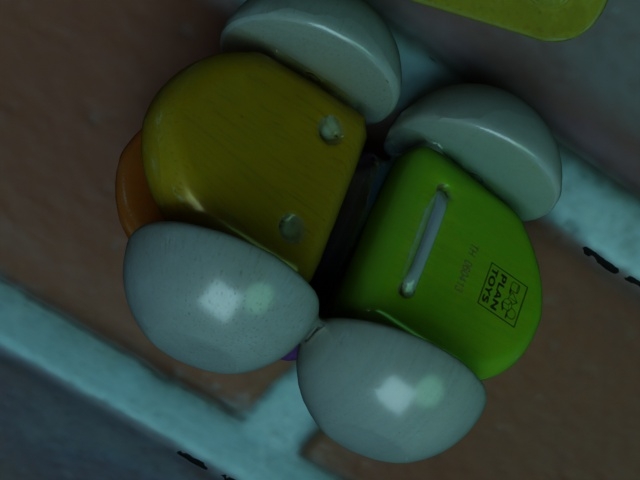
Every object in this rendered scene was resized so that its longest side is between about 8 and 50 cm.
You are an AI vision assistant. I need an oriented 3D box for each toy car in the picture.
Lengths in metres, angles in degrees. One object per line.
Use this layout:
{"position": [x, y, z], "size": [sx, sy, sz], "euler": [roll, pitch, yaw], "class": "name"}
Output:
{"position": [0.000, 0.000, 0.555], "size": [0.182, 0.159, 0.136], "euler": [29, 154, -15], "class": "toy car"}

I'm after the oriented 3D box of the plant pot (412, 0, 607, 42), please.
{"position": [0.030, -0.176, 0.401], "size": [0.212, 0.187, 0.212], "euler": [16, 121, -7], "class": "plant pot"}
